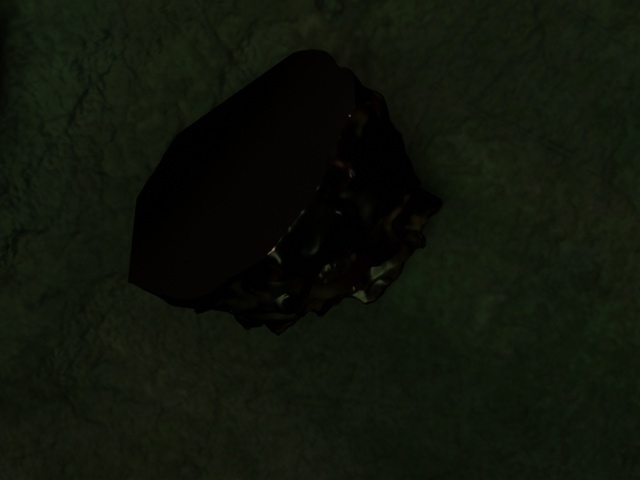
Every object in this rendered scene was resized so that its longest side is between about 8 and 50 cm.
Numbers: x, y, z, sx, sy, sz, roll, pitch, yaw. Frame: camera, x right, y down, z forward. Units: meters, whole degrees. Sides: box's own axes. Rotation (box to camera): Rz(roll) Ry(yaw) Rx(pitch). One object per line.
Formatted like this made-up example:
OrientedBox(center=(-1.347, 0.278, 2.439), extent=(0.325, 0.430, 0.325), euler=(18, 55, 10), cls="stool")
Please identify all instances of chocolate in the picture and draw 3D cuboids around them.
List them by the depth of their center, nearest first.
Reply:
OrientedBox(center=(0.000, 0.000, 1.271), extent=(0.224, 0.206, 0.177), euler=(-34, 126, 28), cls="chocolate")
